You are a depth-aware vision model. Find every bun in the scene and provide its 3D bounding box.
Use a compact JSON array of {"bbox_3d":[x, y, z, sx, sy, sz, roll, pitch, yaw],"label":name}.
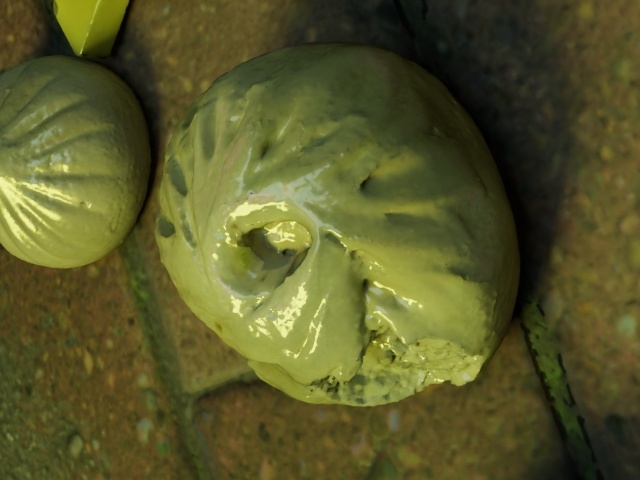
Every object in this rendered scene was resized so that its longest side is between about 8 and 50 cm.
[{"bbox_3d":[-0.180,-0.050,0.688,0.138,0.094,0.138,1,92,33],"label":"bun"},{"bbox_3d":[0.000,0.000,0.545,0.178,0.128,0.193,-39,75,30],"label":"bun"}]

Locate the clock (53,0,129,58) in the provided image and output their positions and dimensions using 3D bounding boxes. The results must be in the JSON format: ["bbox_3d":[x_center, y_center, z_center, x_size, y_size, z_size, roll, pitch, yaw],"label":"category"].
[{"bbox_3d":[-0.118,-0.280,0.634,0.293,0.071,0.277,-46,69,29],"label":"clock"}]
